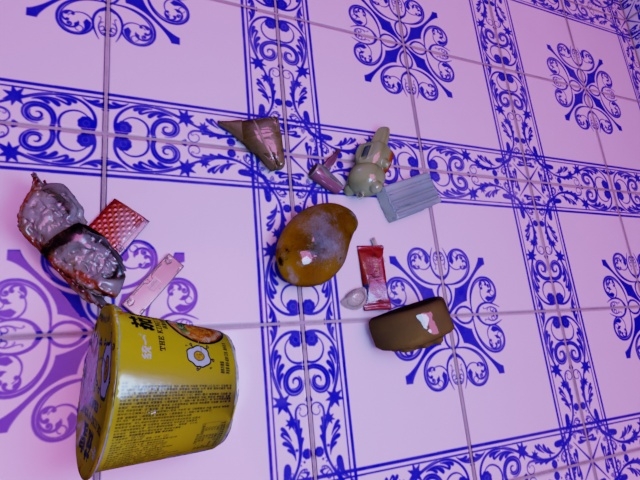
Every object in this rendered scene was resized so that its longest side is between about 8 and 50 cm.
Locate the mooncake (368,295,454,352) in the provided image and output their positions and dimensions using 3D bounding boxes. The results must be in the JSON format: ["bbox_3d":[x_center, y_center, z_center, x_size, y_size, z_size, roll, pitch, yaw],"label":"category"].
[{"bbox_3d":[0.250,0.236,1.335,0.234,0.235,0.117,-18,85,-29],"label":"mooncake"}]

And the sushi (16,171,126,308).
[{"bbox_3d":[-0.539,0.001,1.061,0.130,0.124,0.332,-42,90,-17],"label":"sushi"}]

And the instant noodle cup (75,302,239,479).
[{"bbox_3d":[-0.331,0.300,0.991,0.254,0.325,0.326,11,69,-31],"label":"instant noodle cup"}]

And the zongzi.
[{"bbox_3d":[-0.191,-0.268,1.367,0.176,0.078,0.160,-7,77,-17],"label":"zongzi"}]

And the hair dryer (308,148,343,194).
[{"bbox_3d":[0.034,-0.224,1.476,0.106,0.054,0.154,32,58,-18],"label":"hair dryer"}]

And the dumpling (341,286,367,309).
[{"bbox_3d":[0.101,0.169,1.384,0.077,0.043,0.060,-35,110,-35],"label":"dumpling"}]

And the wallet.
[{"bbox_3d":[-0.510,-0.002,1.153,0.103,0.020,0.197,36,64,-6],"label":"wallet"}]

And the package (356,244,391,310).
[{"bbox_3d":[0.158,0.108,1.429,0.083,0.022,0.201,-4,71,-5],"label":"package"}]

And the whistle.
[{"bbox_3d":[0.160,-0.239,1.502,0.106,0.131,0.289,48,52,-39],"label":"whistle"}]

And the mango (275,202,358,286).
[{"bbox_3d":[0.000,0.000,1.331,0.193,0.146,0.316,54,53,-10],"label":"mango"}]

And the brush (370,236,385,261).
[{"bbox_3d":[0.174,0.031,1.479,0.016,0.013,0.084,-27,94,-25],"label":"brush"}]

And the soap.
[{"bbox_3d":[0.283,-0.140,1.556,0.198,0.063,0.115,-19,84,-29],"label":"soap"}]

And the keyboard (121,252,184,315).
[{"bbox_3d":[-0.405,0.106,1.173,0.055,0.017,0.166,43,61,-13],"label":"keyboard"}]
